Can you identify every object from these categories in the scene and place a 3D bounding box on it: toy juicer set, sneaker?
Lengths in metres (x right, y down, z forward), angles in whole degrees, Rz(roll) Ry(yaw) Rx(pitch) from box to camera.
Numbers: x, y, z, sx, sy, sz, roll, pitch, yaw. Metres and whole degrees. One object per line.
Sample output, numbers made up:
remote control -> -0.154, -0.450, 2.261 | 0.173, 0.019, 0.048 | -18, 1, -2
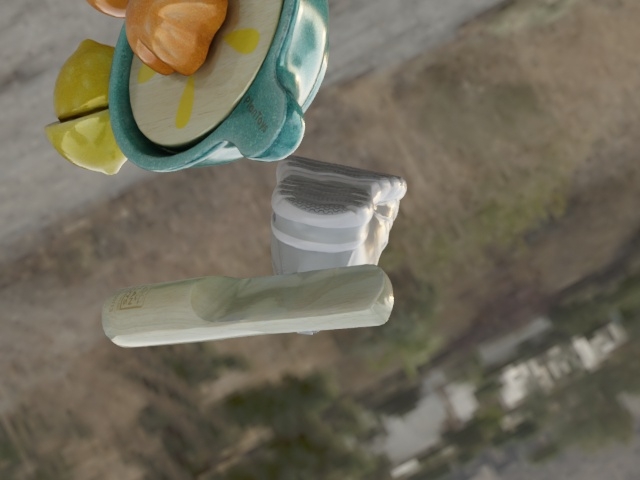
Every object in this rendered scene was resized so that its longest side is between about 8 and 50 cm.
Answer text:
toy juicer set -> -0.074, -0.075, 0.820 | 0.089, 0.329, 0.209 | 23, 139, -38
sneaker -> 0.000, 0.000, 1.405 | 0.105, 0.115, 0.281 | 12, -169, 9
